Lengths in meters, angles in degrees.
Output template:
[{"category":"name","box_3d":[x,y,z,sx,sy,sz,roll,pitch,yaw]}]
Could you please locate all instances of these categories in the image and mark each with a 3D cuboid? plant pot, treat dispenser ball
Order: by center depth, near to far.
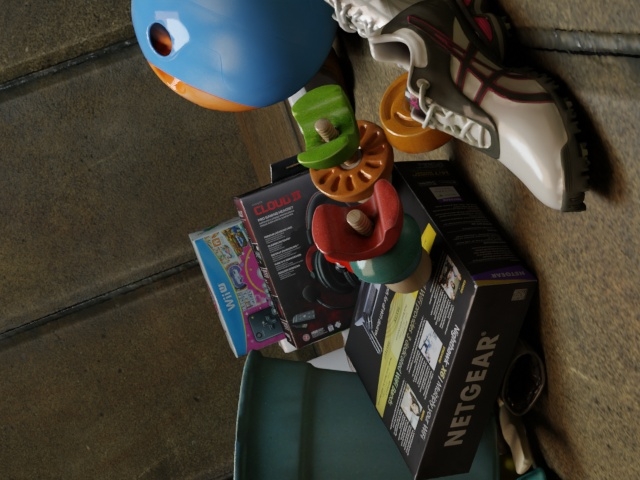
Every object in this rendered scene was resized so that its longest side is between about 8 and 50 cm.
[{"category":"plant pot","box_3d":[0.067,0.321,1.693,0.341,0.334,0.341,1,-90,-88]},{"category":"treat dispenser ball","box_3d":[-0.118,-0.324,1.734,0.288,0.288,0.288,159,90,-82]}]

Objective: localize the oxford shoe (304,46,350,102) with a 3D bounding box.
[{"category":"oxford shoe","box_3d":[0.015,-0.240,1.937,0.212,0.076,0.076,84,-167,-70]}]

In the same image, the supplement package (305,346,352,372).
[{"category":"supplement package","box_3d":[0.048,0.312,2.263,0.177,0.293,0.175,83,164,-58]}]

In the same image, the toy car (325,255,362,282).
[{"category":"toy car","box_3d":[0.134,0.068,1.756,0.239,0.053,0.225,-2,130,51]}]

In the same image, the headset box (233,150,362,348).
[{"category":"headset box","box_3d":[0.000,0.000,2.043,0.110,0.218,0.293,-169,59,-80]}]

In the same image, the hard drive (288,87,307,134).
[{"category":"hard drive","box_3d":[-0.062,-0.319,2.168,0.203,0.040,0.307,40,-153,-83]}]

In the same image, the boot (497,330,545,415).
[{"category":"boot","box_3d":[0.210,0.137,1.546,0.208,0.076,0.189,53,163,43]}]

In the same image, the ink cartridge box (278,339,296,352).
[{"category":"ink cartridge box","box_3d":[-0.031,0.059,2.488,0.115,0.198,0.272,-156,46,-81]}]

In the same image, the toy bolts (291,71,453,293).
[{"category":"toy bolts","box_3d":[0.089,-0.057,1.381,0.158,0.218,0.228,44,-145,-50]}]

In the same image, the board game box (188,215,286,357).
[{"category":"board game box","box_3d":[-0.048,0.042,2.163,0.097,0.303,0.224,-144,33,-76]}]

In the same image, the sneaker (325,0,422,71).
[{"category":"sneaker","box_3d":[0.073,-0.238,1.293,0.110,0.118,0.292,87,159,-61]}]

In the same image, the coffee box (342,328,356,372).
[{"category":"coffee box","box_3d":[0.144,0.231,1.955,0.098,0.141,0.246,76,171,-45]}]

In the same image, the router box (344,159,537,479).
[{"category":"router box","box_3d":[0.133,0.094,1.500,0.243,0.081,0.308,-119,33,-46]}]

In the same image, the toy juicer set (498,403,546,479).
[{"category":"toy juicer set","box_3d":[0.275,0.336,1.615,0.209,0.090,0.329,-86,-6,-56]}]

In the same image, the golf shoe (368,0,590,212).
[{"category":"golf shoe","box_3d":[0.144,-0.116,1.115,0.105,0.120,0.272,81,164,-52]}]
